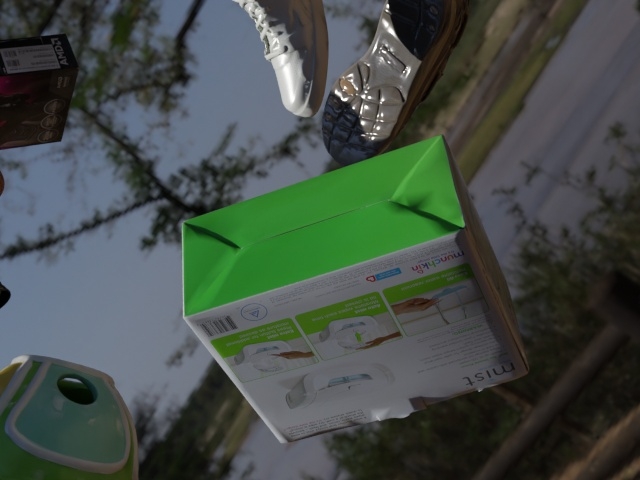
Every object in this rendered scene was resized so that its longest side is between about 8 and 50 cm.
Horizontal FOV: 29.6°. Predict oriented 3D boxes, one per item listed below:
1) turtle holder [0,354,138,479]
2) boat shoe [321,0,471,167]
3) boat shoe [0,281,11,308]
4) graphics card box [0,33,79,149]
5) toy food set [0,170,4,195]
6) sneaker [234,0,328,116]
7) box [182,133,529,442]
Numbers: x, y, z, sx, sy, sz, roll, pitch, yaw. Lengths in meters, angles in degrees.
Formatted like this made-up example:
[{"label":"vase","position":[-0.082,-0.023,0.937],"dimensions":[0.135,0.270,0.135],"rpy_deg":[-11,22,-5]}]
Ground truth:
[{"label":"turtle holder","position":[-0.385,0.266,1.538],"dimensions":[0.243,0.320,0.227],"rpy_deg":[104,177,-70]},{"label":"boat shoe","position":[0.126,-0.247,1.831],"dimensions":[0.130,0.132,0.355],"rpy_deg":[-19,-28,-45]},{"label":"boat shoe","position":[-0.524,0.106,1.817],"dimensions":[0.133,0.042,0.049],"rpy_deg":[-41,-33,-35]},{"label":"graphics card box","position":[-0.641,-0.253,2.201],"dimensions":[0.371,0.094,0.233],"rpy_deg":[-12,-28,-29]},{"label":"toy food set","position":[-0.545,-0.077,1.916],"dimensions":[0.128,0.071,0.218],"rpy_deg":[99,176,-58]},{"label":"sneaker","position":[-0.084,-0.314,1.659],"dimensions":[0.108,0.169,0.293],"rpy_deg":[-14,80,60]},{"label":"box","position":[0.036,0.058,1.135],"dimensions":[0.262,0.231,0.127],"rpy_deg":[-19,47,13]}]
